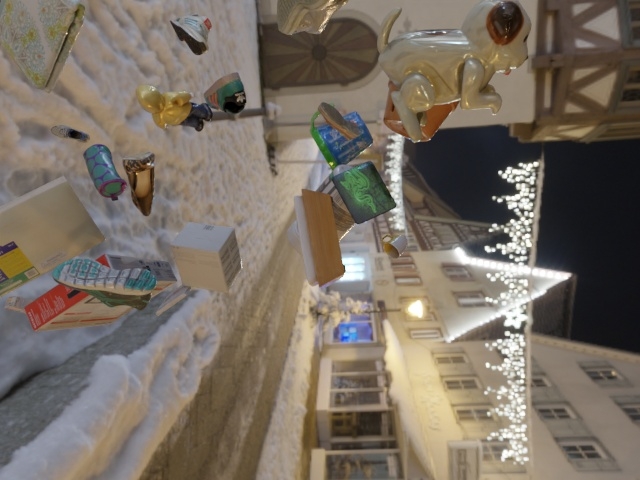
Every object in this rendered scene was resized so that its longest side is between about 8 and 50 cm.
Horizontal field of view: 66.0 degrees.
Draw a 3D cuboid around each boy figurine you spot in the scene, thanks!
[{"bbox_3d":[-0.516,-0.451,1.701,0.285,0.177,0.092,4,51,-54],"label":"boy figurine"}]

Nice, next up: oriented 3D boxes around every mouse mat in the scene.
[{"bbox_3d":[0.142,-0.158,1.605,0.189,0.153,0.007,62,-9,17],"label":"mouse mat"}]

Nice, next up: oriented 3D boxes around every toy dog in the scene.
[{"bbox_3d":[0.404,-0.539,1.439,0.395,0.408,0.284,64,25,-8],"label":"toy dog"}]

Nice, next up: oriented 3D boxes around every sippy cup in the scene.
[{"bbox_3d":[0.103,-0.447,2.179,0.240,0.224,0.305,64,8,25],"label":"sippy cup"}]

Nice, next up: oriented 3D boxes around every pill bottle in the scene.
[{"bbox_3d":[0.036,-0.104,1.923,0.361,0.204,0.204,-46,-156,30],"label":"pill bottle"}]

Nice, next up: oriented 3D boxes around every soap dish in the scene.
[{"bbox_3d":[0.000,0.000,1.516,0.229,0.118,0.290,77,3,-82],"label":"soap dish"}]

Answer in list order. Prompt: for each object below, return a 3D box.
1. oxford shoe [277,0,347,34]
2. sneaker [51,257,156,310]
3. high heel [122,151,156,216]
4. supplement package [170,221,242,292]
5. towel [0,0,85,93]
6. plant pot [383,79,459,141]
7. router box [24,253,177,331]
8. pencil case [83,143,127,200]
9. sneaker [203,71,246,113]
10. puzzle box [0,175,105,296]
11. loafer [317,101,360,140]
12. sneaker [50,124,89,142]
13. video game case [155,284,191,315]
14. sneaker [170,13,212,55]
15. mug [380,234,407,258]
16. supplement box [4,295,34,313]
[{"bbox_3d":[0.010,-0.562,1.071,0.449,0.130,0.169,-164,-107,-72],"label":"oxford shoe"},{"bbox_3d":[-0.364,0.082,0.828,0.065,0.167,0.076,-85,-170,-53],"label":"sneaker"},{"bbox_3d":[-0.506,-0.157,1.422,0.261,0.093,0.186,12,-64,64],"label":"high heel"},{"bbox_3d":[-0.420,0.061,1.841,0.149,0.194,0.203,-65,158,-48],"label":"supplement package"},{"bbox_3d":[-0.970,-0.751,1.697,0.320,0.374,0.090,48,29,10],"label":"towel"},{"bbox_3d":[0.378,-0.522,1.934,0.291,0.291,0.203,29,85,-85],"label":"plant pot"},{"bbox_3d":[-0.661,0.164,1.525,0.082,0.301,0.335,60,8,12],"label":"router box"},{"bbox_3d":[-0.520,-0.168,1.189,0.151,0.070,0.064,53,-47,31],"label":"pencil case"},{"bbox_3d":[-0.349,-0.514,1.814,0.302,0.108,0.121,1,-65,67],"label":"sneaker"},{"bbox_3d":[-0.978,-0.008,1.648,0.052,0.409,0.272,38,-28,42],"label":"puzzle box"},{"bbox_3d":[0.038,-0.279,1.174,0.039,0.125,0.045,-30,-140,43],"label":"loafer"},{"bbox_3d":[-0.945,-0.406,1.852,0.058,0.135,0.052,-163,-97,-80],"label":"sneaker"},{"bbox_3d":[-0.563,0.215,1.930,0.019,0.157,0.143,50,18,-16],"label":"video game case"},{"bbox_3d":[-0.267,-0.458,1.068,0.161,0.075,0.057,47,-14,42],"label":"sneaker"},{"bbox_3d":[0.238,0.009,1.557,0.078,0.064,0.062,50,-29,-2],"label":"mug"},{"bbox_3d":[-0.897,0.202,1.504,0.098,0.062,0.036,31,57,-44],"label":"supplement box"}]
